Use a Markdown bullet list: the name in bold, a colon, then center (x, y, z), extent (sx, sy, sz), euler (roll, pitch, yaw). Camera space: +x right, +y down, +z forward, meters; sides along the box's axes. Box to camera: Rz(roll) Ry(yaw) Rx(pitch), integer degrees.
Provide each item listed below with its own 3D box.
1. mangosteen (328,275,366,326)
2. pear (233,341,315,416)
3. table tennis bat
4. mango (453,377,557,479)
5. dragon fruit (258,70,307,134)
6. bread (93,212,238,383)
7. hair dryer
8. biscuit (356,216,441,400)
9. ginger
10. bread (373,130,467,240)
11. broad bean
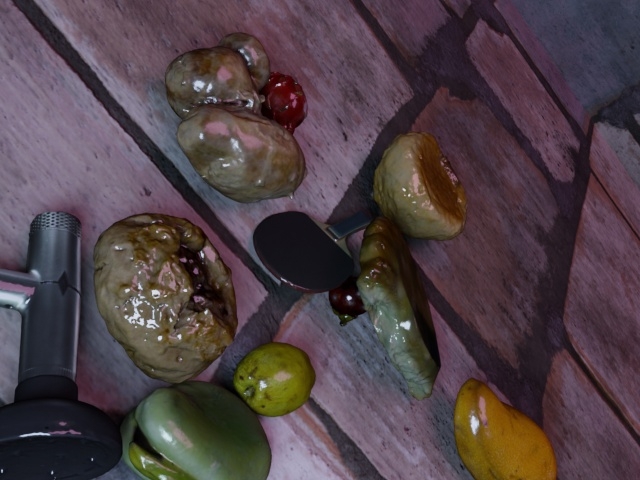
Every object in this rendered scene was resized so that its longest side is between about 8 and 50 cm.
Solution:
- **mangosteen**: center (0.054, 0.101, 1.249), extent (0.081, 0.081, 0.080), euler (26, 50, -36)
- **pear**: center (-0.066, 0.202, 1.039), extent (0.131, 0.107, 0.107), euler (-17, 81, -46)
- **table tennis bat**: center (0.000, 0.000, 1.256), extent (0.173, 0.022, 0.301), euler (45, 36, 12)
- **mango**: center (0.339, 0.389, 1.364), extent (0.295, 0.120, 0.177), euler (43, 50, -20)
- **dragon fruit**: center (-0.065, -0.219, 1.310), extent (0.094, 0.094, 0.190), euler (5, 73, -47)
- **bread**: center (-0.187, 0.066, 0.914), extent (0.230, 0.123, 0.229), euler (-23, 90, -81)
- **hair dryer**: center (-0.384, 0.110, 0.775), extent (0.284, 0.155, 0.320), euler (-3, 56, -28)
- **biscuit**: center (0.136, 0.110, 1.246), extent (0.335, 0.078, 0.329), euler (33, 45, -67)
- **ginger**: center (-0.142, -0.208, 1.154), extent (0.245, 0.155, 0.303), euler (1, 68, -46)
- **bread**: center (0.203, -0.107, 1.501), extent (0.244, 0.134, 0.244), euler (30, 47, -38)
- **broad bean**: center (-0.148, 0.256, 0.910), extent (0.228, 0.100, 0.169), euler (0, 53, -55)
